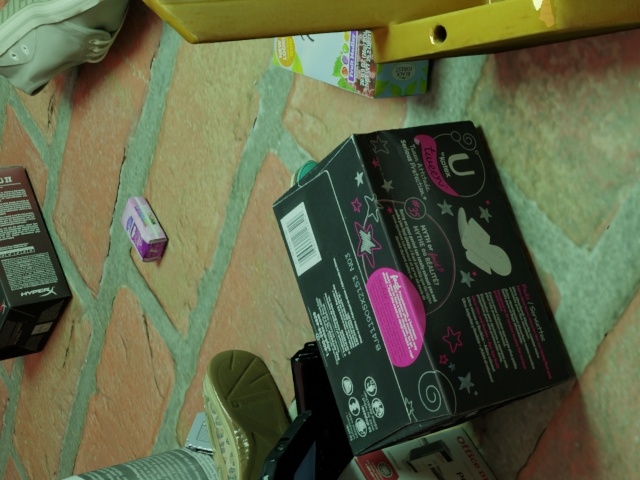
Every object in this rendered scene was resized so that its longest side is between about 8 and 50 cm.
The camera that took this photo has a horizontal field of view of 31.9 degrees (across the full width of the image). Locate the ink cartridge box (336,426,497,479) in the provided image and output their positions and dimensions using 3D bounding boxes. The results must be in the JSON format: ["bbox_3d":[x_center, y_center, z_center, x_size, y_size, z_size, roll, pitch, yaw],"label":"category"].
[{"bbox_3d":[0.096,0.236,1.026,0.099,0.135,0.056,56,136,30],"label":"ink cartridge box"}]

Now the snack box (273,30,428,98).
[{"bbox_3d":[0.031,-0.252,1.052,0.174,0.070,0.207,29,120,50],"label":"snack box"}]

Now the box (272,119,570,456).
[{"bbox_3d":[0.083,0.043,0.991,0.163,0.142,0.247,-37,66,54],"label":"box"}]

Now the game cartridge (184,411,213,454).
[{"bbox_3d":[-0.123,0.241,1.394,0.083,0.056,0.017,7,149,23],"label":"game cartridge"}]

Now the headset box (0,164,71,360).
[{"bbox_3d":[-0.549,0.029,1.918,0.218,0.110,0.293,-49,58,49],"label":"headset box"}]

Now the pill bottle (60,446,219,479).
[{"bbox_3d":[-0.234,0.361,1.368,0.176,0.318,0.176,17,111,53],"label":"pill bottle"}]

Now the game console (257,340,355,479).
[{"bbox_3d":[-0.007,0.223,1.049,0.044,0.361,0.213,-7,95,11],"label":"game console"}]

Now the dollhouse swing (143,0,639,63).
[{"bbox_3d":[0.055,-0.310,0.799,0.315,0.305,0.347,2,99,55],"label":"dollhouse swing"}]

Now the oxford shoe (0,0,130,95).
[{"bbox_3d":[-0.318,-0.309,1.504,0.130,0.169,0.449,43,144,-24],"label":"oxford shoe"}]

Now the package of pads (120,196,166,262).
[{"bbox_3d":[-0.244,-0.015,1.540,0.083,0.032,0.050,57,142,30],"label":"package of pads"}]

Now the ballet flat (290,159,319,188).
[{"bbox_3d":[0.000,0.000,1.176,0.052,0.057,0.168,-36,68,63],"label":"ballet flat"}]

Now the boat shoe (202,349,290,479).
[{"bbox_3d":[-0.070,0.267,1.312,0.089,0.105,0.285,118,141,-47],"label":"boat shoe"}]
